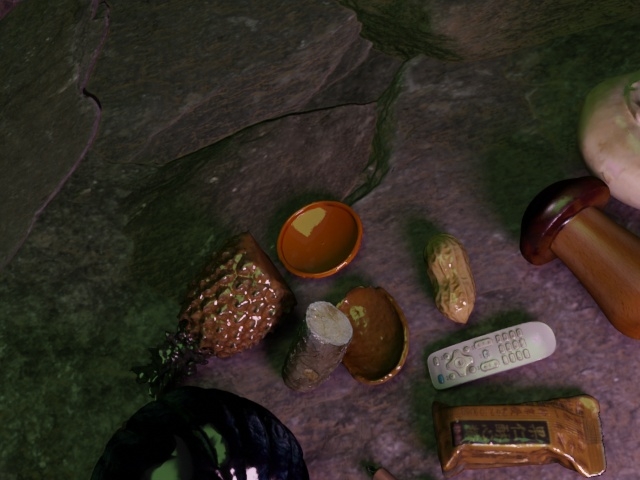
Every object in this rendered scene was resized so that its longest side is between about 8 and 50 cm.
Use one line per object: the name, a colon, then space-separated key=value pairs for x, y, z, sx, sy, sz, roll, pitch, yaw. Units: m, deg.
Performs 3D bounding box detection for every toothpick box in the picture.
toothpick box: x=0.484 y=0.023 z=1.225 sx=0.192 sy=0.192 sz=0.294 roll=-36 pitch=59 yaw=-5

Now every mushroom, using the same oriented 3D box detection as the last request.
mushroom: x=0.615 y=-0.231 z=1.247 sx=0.314 sy=0.336 sz=0.314 roll=-3 pitch=50 yaw=4

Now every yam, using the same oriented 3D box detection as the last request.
yam: x=-0.008 y=0.199 z=1.298 sx=0.107 sy=0.183 sz=0.107 roll=13 pitch=43 yaw=-13

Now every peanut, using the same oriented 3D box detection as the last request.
peanut: x=0.246 y=0.066 z=1.337 sx=0.083 sy=0.093 sz=0.194 roll=-8 pitch=52 yaw=-2

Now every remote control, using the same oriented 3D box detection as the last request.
remote control: x=0.304 y=0.205 z=1.255 sx=0.229 sy=0.044 sz=0.073 roll=-22 pitch=59 yaw=16

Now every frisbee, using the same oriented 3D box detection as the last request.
frisbee: x=0.000 y=0.000 z=1.502 sx=0.192 sy=0.035 sz=0.192 roll=-10 pitch=55 yaw=15

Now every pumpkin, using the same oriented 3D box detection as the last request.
pumpkin: x=-0.182 y=0.414 z=1.102 sx=0.266 sy=0.363 sz=0.363 roll=9 pitch=59 yaw=52

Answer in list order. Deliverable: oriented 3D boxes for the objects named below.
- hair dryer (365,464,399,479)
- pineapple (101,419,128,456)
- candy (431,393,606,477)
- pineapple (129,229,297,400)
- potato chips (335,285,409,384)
hair dryer: x=0.144 y=0.422 z=1.161 sx=0.117 sy=0.064 sz=0.181 roll=-46 pitch=49 yaw=-13
pineapple: x=-0.317 y=0.386 z=1.292 sx=0.193 sy=0.166 sz=0.166 roll=3 pitch=58 yaw=37
candy: x=0.320 y=0.318 z=1.142 sx=0.271 sy=0.101 sz=0.143 roll=-5 pitch=51 yaw=9
pineapple: x=-0.219 y=0.161 z=1.387 sx=0.362 sy=0.202 sz=0.202 roll=-41 pitch=54 yaw=0
potato chips: x=0.096 y=0.178 z=1.342 sx=0.150 sy=0.049 sz=0.202 roll=-35 pitch=55 yaw=2
